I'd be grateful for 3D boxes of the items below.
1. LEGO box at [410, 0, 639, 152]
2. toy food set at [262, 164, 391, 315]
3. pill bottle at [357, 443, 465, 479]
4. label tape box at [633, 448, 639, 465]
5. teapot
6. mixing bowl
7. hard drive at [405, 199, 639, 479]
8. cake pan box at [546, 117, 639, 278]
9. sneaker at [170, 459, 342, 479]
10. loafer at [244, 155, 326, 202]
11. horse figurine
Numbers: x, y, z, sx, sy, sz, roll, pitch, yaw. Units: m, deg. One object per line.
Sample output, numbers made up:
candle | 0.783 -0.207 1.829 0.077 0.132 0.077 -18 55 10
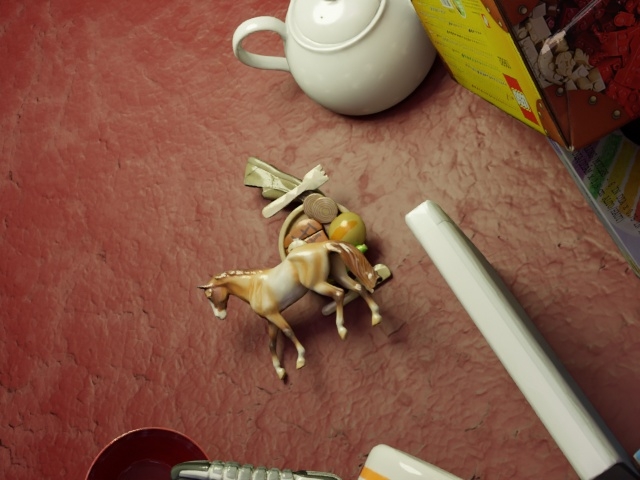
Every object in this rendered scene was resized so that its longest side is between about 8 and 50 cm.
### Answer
LEGO box | 0.317 -0.314 1.039 0.372 0.193 0.500 -29 17 5
toy food set | 0.000 0.000 1.336 0.132 0.038 0.192 -36 76 11
pill bottle | 0.083 0.449 1.044 0.224 0.224 0.392 20 80 31
label tape box | 0.533 0.283 0.954 0.249 0.115 0.348 -41 61 7
teapot | 0.038 -0.318 1.385 0.252 0.187 0.256 33 88 32
mixing bowl | -0.234 0.349 1.293 0.181 0.098 0.182 3 77 -14
hard drive | 0.237 0.129 1.085 0.047 0.233 0.353 -37 59 10
cake pan box | 0.417 -0.110 1.092 0.245 0.267 0.070 -35 18 8
sneaker | -0.087 0.358 1.219 0.228 0.086 0.132 5 82 4
loafer | -0.055 -0.077 1.417 0.148 0.056 0.050 29 96 29
horse figurine | -0.027 0.075 1.296 0.263 0.066 0.174 -33 79 26
